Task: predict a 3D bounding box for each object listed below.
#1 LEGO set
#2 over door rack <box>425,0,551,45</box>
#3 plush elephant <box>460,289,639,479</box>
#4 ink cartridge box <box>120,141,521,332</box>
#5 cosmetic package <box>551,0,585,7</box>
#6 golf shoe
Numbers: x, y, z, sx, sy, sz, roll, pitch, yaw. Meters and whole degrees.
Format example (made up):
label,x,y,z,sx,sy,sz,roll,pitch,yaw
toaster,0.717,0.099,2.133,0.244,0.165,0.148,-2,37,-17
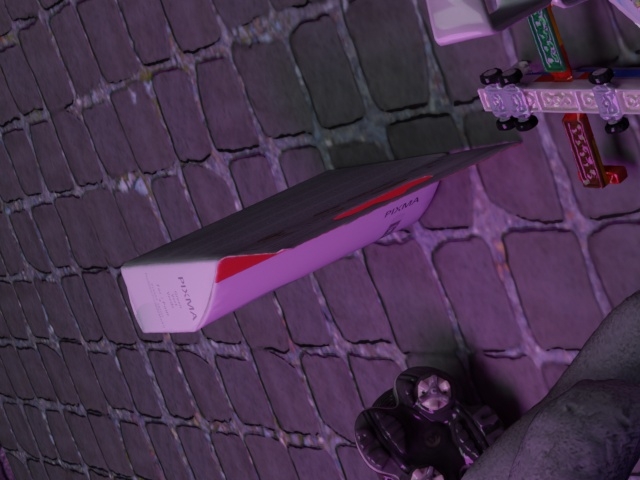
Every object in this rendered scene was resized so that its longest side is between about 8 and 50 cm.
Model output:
label,x,y,z,sx,sy,sz,roll,pitch,yaw
LEGO set,0.171,-0.075,0.769,0.244,0.060,0.182,44,148,14
over door rack,0.130,-0.236,0.466,0.240,0.108,0.324,-9,91,34
plush elephant,0.157,0.221,0.725,0.255,0.330,0.271,29,133,42
ink cartridge box,0.000,0.000,0.964,0.225,0.181,0.056,-2,111,59
cosmetic package,0.059,-0.216,0.713,0.309,0.160,0.113,30,136,46
golf shoe,0.130,0.205,1.019,0.273,0.105,0.120,54,173,21
